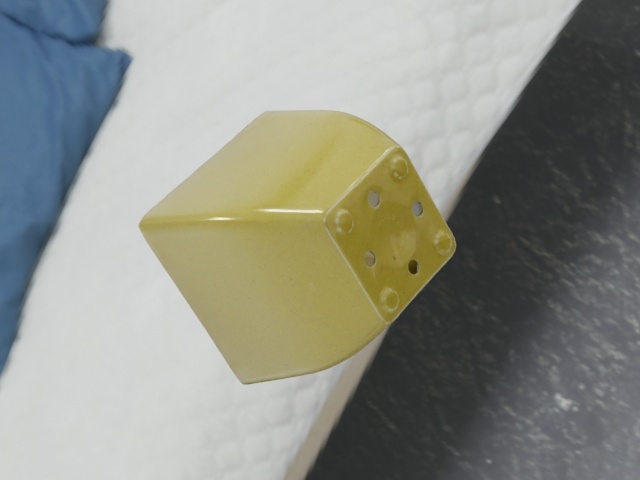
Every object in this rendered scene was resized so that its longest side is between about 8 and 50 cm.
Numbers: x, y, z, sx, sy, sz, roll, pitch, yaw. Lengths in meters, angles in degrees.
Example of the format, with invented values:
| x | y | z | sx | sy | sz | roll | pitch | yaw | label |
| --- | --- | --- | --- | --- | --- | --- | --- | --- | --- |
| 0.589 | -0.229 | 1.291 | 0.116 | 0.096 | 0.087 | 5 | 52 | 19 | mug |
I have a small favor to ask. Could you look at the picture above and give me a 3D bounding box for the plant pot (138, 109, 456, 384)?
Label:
| x | y | z | sx | sy | sz | roll | pitch | yaw | label |
| --- | --- | --- | --- | --- | --- | --- | --- | --- | --- |
| 0.000 | 0.000 | 0.480 | 0.083 | 0.081 | 0.081 | -5 | 33 | 51 | plant pot |
